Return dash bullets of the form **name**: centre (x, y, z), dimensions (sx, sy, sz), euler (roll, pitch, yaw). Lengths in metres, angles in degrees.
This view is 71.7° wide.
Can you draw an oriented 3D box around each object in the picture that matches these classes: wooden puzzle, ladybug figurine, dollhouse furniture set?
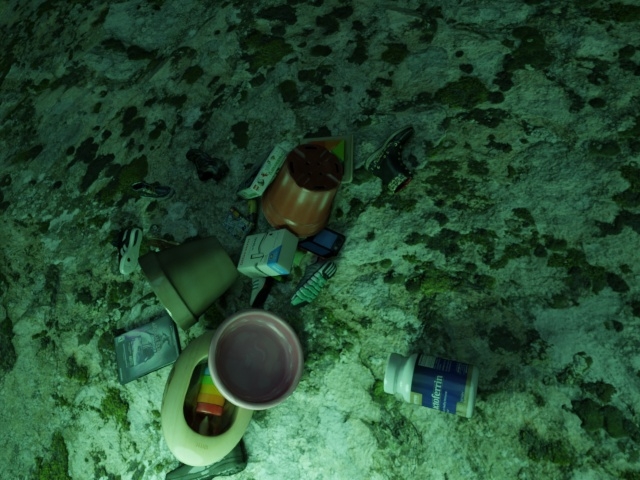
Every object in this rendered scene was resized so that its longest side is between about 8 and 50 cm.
- **wooden puzzle**: centre (0.017, -0.330, 1.800), dimensions (0.239, 0.044, 0.220), euler (-4, 69, 17)
- **ladybug figurine**: centre (-0.375, 0.515, 1.497), dimensions (0.305, 0.162, 0.448), euler (25, 55, -17)
- **dollhouse furniture set**: centre (-0.126, 0.085, 1.680), dimensions (0.076, 0.058, 0.151), euler (26, 80, 24)

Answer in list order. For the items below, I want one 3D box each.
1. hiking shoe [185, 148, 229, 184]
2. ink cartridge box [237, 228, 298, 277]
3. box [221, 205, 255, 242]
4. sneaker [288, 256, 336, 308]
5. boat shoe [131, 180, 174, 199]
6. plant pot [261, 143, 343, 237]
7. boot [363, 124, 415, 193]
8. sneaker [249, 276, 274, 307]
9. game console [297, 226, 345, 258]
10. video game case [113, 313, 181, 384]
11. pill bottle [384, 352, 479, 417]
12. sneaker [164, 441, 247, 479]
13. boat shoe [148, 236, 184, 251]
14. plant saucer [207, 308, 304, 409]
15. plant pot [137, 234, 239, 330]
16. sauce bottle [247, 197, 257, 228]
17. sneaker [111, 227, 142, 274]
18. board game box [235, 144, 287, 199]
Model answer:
- **hiking shoe**: centre (-0.520, -0.325, 1.949), dimensions (0.227, 0.086, 0.114), euler (24, 75, 23)
- **ink cartridge box**: centre (-0.196, 0.050, 1.636), dimensions (0.203, 0.086, 0.148), euler (-10, 56, 36)
- **box**: centre (-0.336, -0.066, 1.802), dimensions (0.137, 0.027, 0.093), euler (39, 105, 31)
- **sneaker**: centre (-0.042, 0.150, 1.632), dimensions (0.224, 0.083, 0.098), euler (-44, 42, -6)
- **boat shoe**: centre (-0.756, -0.227, 1.989), dimensions (0.184, 0.083, 0.065), euler (0, 70, 18)
- **plant pot**: centre (-0.055, -0.190, 1.589), dimensions (0.273, 0.265, 0.272), euler (7, 62, -14)
- **boot**: centre (0.304, -0.305, 1.678), dimensions (0.236, 0.085, 0.178), euler (-42, 65, 6)
- **sneaker**: centre (-0.235, 0.176, 1.691), dimensions (0.076, 0.057, 0.161), euler (15, 76, 40)
- **game console**: centre (0.000, 0.000, 1.657), dimensions (0.144, 0.085, 0.124), euler (25, 81, 24)
- **video game case**: centre (-0.685, 0.427, 1.751), dimensions (0.275, 0.026, 0.195), euler (-25, 65, 9)
- **pill bottle**: centre (0.336, 0.430, 1.348), dimensions (0.265, 0.153, 0.153), euler (7, 73, 21)
- **sneaker**: centre (-0.389, 0.749, 1.502), dimensions (0.287, 0.109, 0.130), euler (-18, 56, 3)
- **boat shoe**: centre (-0.658, 0.028, 1.872), dimensions (0.178, 0.064, 0.060), euler (10, 72, 18)
- **plant saucer**: centre (-0.220, 0.399, 1.495), dimensions (0.333, 0.084, 0.331), euler (14, 58, -24)
- **plant pot**: centre (-0.472, 0.128, 1.662), dimensions (0.281, 0.323, 0.323), euler (-33, 63, -13)
- **sauce bottle**: centre (-0.278, -0.111, 1.813), dimensions (0.042, 0.042, 0.128), euler (-9, 68, 15)
- **sneaker**: centre (-0.857, 0.050, 1.927), dimensions (0.122, 0.079, 0.216), euler (-5, 60, 20)
- **board game box**: centre (-0.240, -0.259, 1.741), dimensions (0.053, 0.305, 0.192), euler (33, 80, -19)
